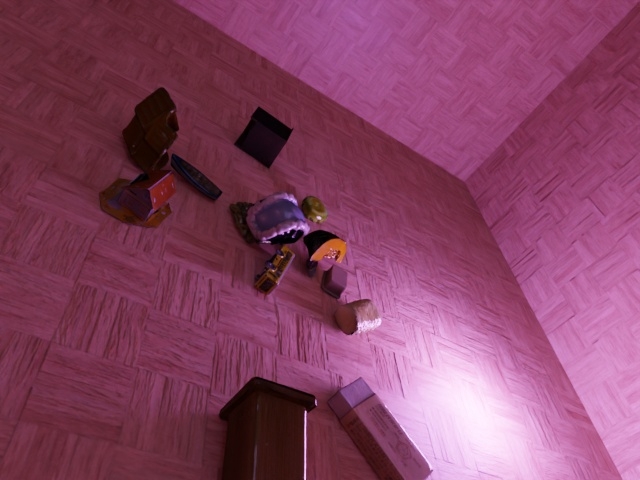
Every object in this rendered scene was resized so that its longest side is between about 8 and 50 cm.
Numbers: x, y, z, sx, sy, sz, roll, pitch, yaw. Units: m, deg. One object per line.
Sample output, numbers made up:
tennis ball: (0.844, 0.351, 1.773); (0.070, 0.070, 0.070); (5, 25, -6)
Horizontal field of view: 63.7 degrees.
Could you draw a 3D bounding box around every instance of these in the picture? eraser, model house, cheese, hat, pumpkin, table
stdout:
eraser: (0.174, 0.580, 1.531); (0.343, 0.078, 0.144); (51, 31, 20)
model house: (-0.570, -0.396, 1.835); (0.173, 0.239, 0.268); (4, 46, -52)
model house: (-0.560, -0.155, 1.624); (0.207, 0.136, 0.219); (38, 30, -7)
cheese: (0.139, 0.278, 1.881); (0.167, 0.094, 0.123); (-4, 50, -51)
hat: (-0.041, 0.099, 1.974); (0.042, 0.058, 0.087); (7, 47, 24)
pumpkin: (0.001, -0.003, 2.034); (0.163, 0.111, 0.278); (39, 15, 25)
table: (-0.259, -0.480, 2.374); (0.193, 0.169, 0.172); (32, 30, -11)

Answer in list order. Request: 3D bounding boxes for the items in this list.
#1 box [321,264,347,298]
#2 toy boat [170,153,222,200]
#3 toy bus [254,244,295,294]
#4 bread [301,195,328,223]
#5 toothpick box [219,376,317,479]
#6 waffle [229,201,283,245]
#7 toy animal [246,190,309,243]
box: (0.058, 0.155, 1.986); (0.089, 0.062, 0.122); (32, 30, -14)
toy boat: (-0.466, -0.232, 1.908); (0.229, 0.046, 0.080); (39, 31, -13)
toy bus: (-0.161, 0.098, 1.803); (0.074, 0.081, 0.226); (41, 26, -8)
bread: (-0.030, -0.133, 2.264); (0.130, 0.071, 0.139); (-5, 54, -48)
toothpick box: (-0.128, 0.512, 1.183); (0.187, 0.190, 0.308); (28, 36, -24)
waffle: (-0.234, -0.072, 1.967); (0.223, 0.054, 0.204); (4, 45, -45)
toy animal: (-0.147, -0.085, 1.890); (0.208, 0.156, 0.204); (1, 59, -46)
